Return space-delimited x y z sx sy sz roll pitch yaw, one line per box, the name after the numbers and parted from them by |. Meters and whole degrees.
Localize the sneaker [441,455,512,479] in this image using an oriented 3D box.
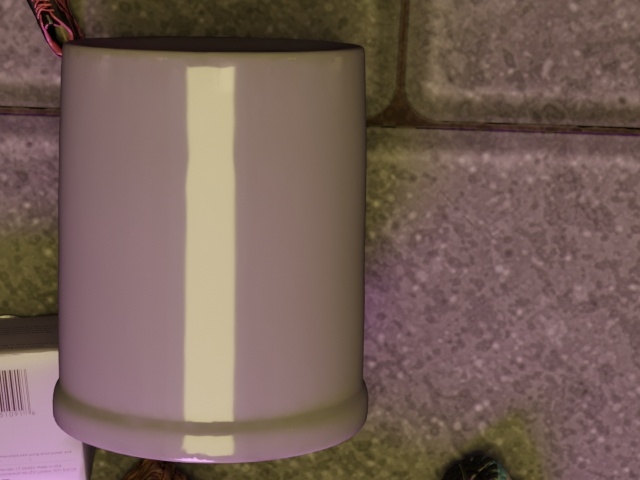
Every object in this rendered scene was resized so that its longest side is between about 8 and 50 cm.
0.182 0.398 1.747 0.122 0.110 0.283 38 63 -32 | sneaker

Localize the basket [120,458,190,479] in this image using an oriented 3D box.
-0.215 0.435 1.739 0.299 0.213 0.223 -42 104 10 | basket

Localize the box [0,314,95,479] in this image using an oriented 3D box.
-0.352 0.188 1.707 0.181 0.119 0.182 -4 108 -2 | box

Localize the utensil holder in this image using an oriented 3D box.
-0.111 -0.008 1.542 0.327 0.327 0.385 0 101 -3 | utensil holder

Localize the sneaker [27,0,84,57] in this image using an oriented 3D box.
-0.287 -0.244 1.612 0.047 0.057 0.119 -25 105 7 | sneaker
